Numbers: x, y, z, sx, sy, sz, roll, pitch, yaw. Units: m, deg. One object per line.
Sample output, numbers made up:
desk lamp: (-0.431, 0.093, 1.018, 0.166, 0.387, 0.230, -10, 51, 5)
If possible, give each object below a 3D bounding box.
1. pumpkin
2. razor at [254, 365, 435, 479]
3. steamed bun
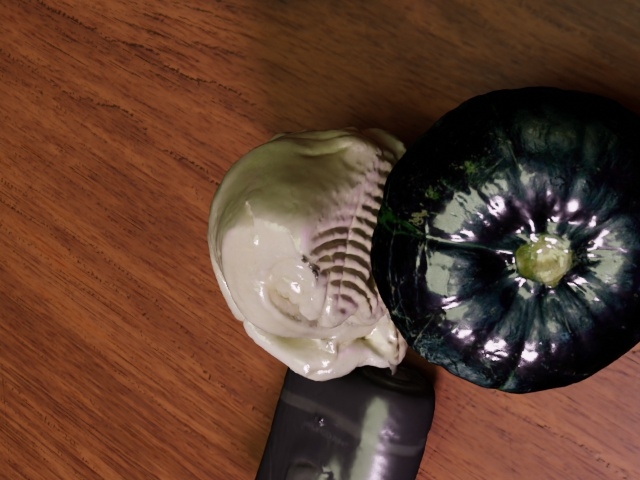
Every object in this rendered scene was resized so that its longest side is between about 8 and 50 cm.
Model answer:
pumpkin: (0.202, -0.003, 1.192, 0.315, 0.238, 0.315, -1, 109, -3)
razor: (0.006, 0.297, 1.473, 0.204, 0.113, 0.349, 25, 98, 33)
steamed bun: (0.000, 0.000, 1.321, 0.206, 0.275, 0.320, 14, 153, 34)
